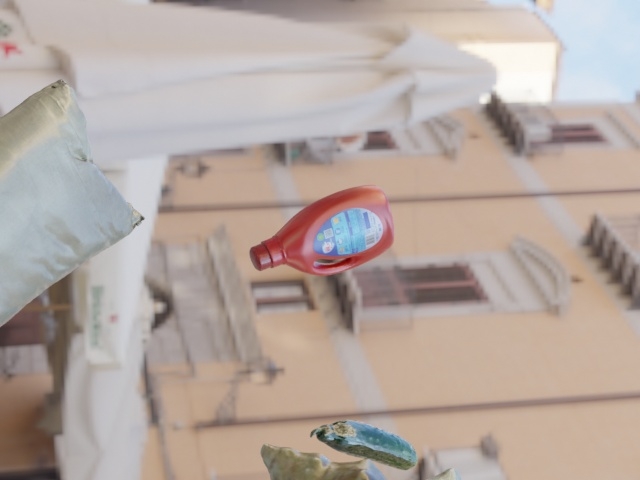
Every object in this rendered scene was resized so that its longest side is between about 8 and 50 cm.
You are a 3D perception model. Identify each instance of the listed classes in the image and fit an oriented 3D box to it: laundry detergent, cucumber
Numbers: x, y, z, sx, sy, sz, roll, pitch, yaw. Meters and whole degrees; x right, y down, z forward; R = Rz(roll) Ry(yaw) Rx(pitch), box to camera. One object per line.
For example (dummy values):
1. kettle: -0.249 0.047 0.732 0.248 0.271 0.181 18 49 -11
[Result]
1. laundry detergent: 0.000 0.000 1.541 0.049 0.165 0.097 -134 -152 -55
2. cucumber: 0.049 0.203 1.388 0.037 0.155 0.037 -23 -123 40

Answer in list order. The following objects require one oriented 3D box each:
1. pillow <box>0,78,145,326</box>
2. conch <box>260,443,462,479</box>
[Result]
1. pillow: -0.220 -0.013 0.937 0.078 0.181 0.134 32 -29 37
2. conch: 0.093 0.298 1.170 0.386 0.203 0.170 32 -37 27
